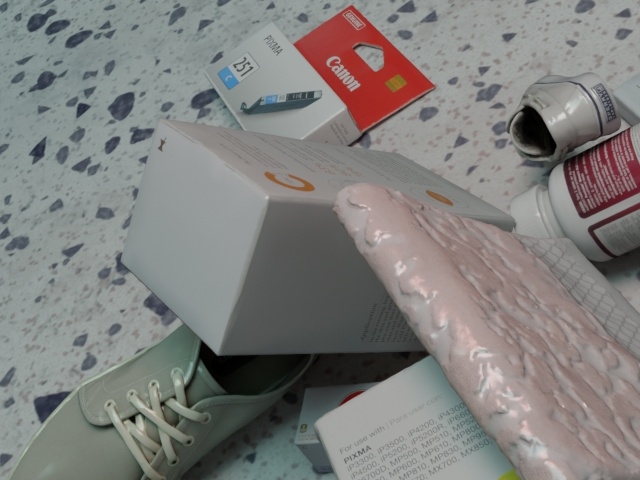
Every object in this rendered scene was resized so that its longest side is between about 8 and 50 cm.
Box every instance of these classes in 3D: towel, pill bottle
[{"bbox_3d":[0.198,0.085,0.888,0.053,0.317,0.332,-58,44,24],"label":"towel"},{"bbox_3d":[0.324,-0.050,1.151,0.221,0.121,0.121,-28,41,29],"label":"pill bottle"}]

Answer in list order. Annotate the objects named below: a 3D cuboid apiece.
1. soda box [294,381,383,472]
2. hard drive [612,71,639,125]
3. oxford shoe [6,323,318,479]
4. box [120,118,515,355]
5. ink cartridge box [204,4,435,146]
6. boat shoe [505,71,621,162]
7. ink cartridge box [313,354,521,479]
[{"bbox_3d":[0.086,0.196,1.135,0.216,0.069,0.074,-8,48,24],"label":"soda box"},{"bbox_3d":[0.521,-0.130,1.184,0.233,0.047,0.353,-33,43,1],"label":"hard drive"},{"bbox_3d":[-0.180,0.197,1.213,0.449,0.169,0.130,-37,1,-6],"label":"oxford shoe"},{"bbox_3d":[0.000,0.000,1.143,0.215,0.345,0.168,36,113,46],"label":"box"},{"bbox_3d":[-0.012,-0.242,1.591,0.261,0.066,0.296,-35,43,0],"label":"ink cartridge box"},{"bbox_3d":[0.258,-0.130,1.226,0.088,0.096,0.267,-26,8,-3],"label":"boat shoe"},{"bbox_3d":[0.165,0.305,0.832,0.160,0.279,0.385,-30,43,2],"label":"ink cartridge box"}]
